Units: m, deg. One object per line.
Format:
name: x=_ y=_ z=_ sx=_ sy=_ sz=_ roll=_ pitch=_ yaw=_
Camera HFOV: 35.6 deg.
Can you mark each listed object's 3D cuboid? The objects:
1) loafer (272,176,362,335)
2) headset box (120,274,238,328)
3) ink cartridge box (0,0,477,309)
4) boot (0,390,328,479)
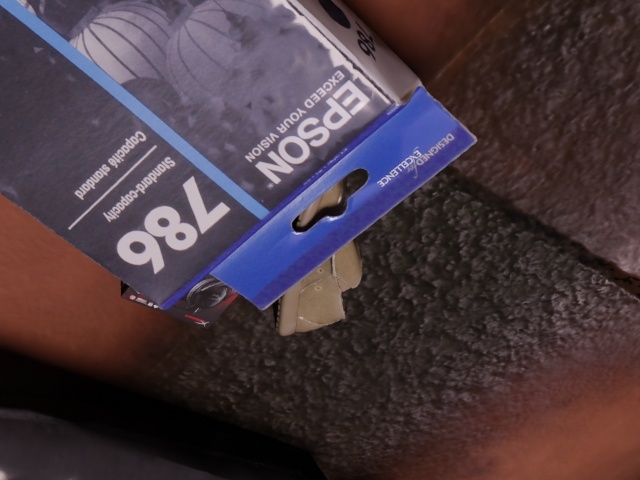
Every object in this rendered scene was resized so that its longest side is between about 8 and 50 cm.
loafer: x=0.000 y=0.000 z=0.591 sx=0.050 sy=0.056 sz=0.148 roll=-3 pitch=142 yaw=-13
headset box: x=-0.072 y=0.008 z=0.595 sx=0.062 sy=0.032 sz=0.083 roll=25 pitch=125 yaw=-31
ink cartridge box: x=-0.089 y=-0.084 z=0.443 sx=0.333 sy=0.065 sz=0.165 roll=38 pitch=115 yaw=-26
boot: x=-0.243 y=0.243 z=0.663 sx=0.445 sy=0.146 sz=0.367 roll=23 pitch=118 yaw=-41
